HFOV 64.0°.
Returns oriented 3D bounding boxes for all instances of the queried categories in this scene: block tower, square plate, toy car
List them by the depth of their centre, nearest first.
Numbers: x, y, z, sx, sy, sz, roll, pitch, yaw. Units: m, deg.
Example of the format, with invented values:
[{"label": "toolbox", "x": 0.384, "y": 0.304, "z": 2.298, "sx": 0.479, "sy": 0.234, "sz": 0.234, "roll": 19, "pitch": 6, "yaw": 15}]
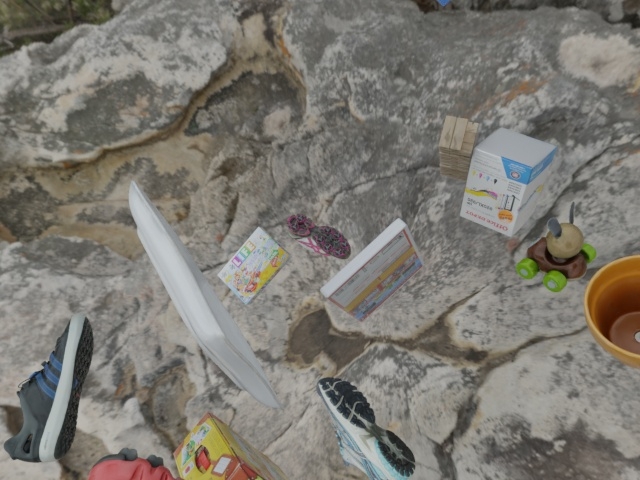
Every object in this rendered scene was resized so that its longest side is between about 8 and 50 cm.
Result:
[{"label": "square plate", "x": -0.198, "y": 0.111, "z": 0.869, "sx": 0.049, "sy": 0.344, "sz": 0.347, "roll": -32, "pitch": 56, "yaw": -11}, {"label": "toy car", "x": 0.578, "y": 0.000, "z": 1.250, "sx": 0.155, "sy": 0.188, "sz": 0.149, "roll": -35, "pitch": 41, "yaw": -22}, {"label": "block tower", "x": 0.408, "y": -0.262, "z": 1.525, "sx": 0.091, "sy": 0.335, "sz": 0.097, "roll": 15, "pitch": 88, "yaw": 16}]

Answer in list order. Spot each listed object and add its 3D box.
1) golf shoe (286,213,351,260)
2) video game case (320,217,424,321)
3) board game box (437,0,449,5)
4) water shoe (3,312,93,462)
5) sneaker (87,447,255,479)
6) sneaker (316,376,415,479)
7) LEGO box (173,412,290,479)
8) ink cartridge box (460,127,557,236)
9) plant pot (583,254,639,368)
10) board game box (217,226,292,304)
[{"label": "golf shoe", "x": 0.000, "y": 0.000, "z": 1.294, "sx": 0.186, "sy": 0.086, "sz": 0.067, "roll": 31, "pitch": 66, "yaw": 22}, {"label": "video game case", "x": 0.121, "y": 0.075, "z": 1.077, "sx": 0.204, "sy": 0.285, "sz": 0.025, "roll": -43, "pitch": 64, "yaw": 1}, {"label": "board game box", "x": 0.174, "y": -0.467, "z": 0.744, "sx": 0.160, "sy": 0.047, "sz": 0.210, "roll": -39, "pitch": 64, "yaw": 14}, {"label": "water shoe", "x": -0.368, "y": 0.191, "z": 0.694, "sx": 0.080, "sy": 0.073, "sz": 0.203, "roll": 2, "pitch": 56, "yaw": -6}, {"label": "sneaker", "x": -0.137, "y": 0.338, "z": 0.575, "sx": 0.276, "sy": 0.135, "sz": 0.097, "roll": 21, "pitch": 125, "yaw": -13}, {"label": "sneaker", "x": 0.071, "y": 0.436, "z": 1.143, "sx": 0.283, "sy": 0.110, "sz": 0.122, "roll": 47, "pitch": 117, "yaw": 25}, {"label": "LEGO box", "x": -0.245, "y": 0.804, "z": 1.652, "sx": 0.372, "sy": 0.500, "sz": 0.193, "roll": 44, "pitch": 74, "yaw": -15}, {"label": "ink cartridge box", "x": 0.529, "y": -0.166, "z": 1.461, "sx": 0.171, "sy": 0.232, "sz": 0.168, "roll": 29, "pitch": 47, "yaw": 31}, {"label": "plant pot", "x": 0.623, "y": 0.160, "z": 0.987, "sx": 0.205, "sy": 0.188, "sz": 0.205, "roll": -14, "pitch": 55, "yaw": 20}, {"label": "board game box", "x": -0.154, "y": 0.059, "z": 1.195, "sx": 0.103, "sy": 0.026, "sz": 0.154, "roll": 43, "pitch": 97, "yaw": 16}]
